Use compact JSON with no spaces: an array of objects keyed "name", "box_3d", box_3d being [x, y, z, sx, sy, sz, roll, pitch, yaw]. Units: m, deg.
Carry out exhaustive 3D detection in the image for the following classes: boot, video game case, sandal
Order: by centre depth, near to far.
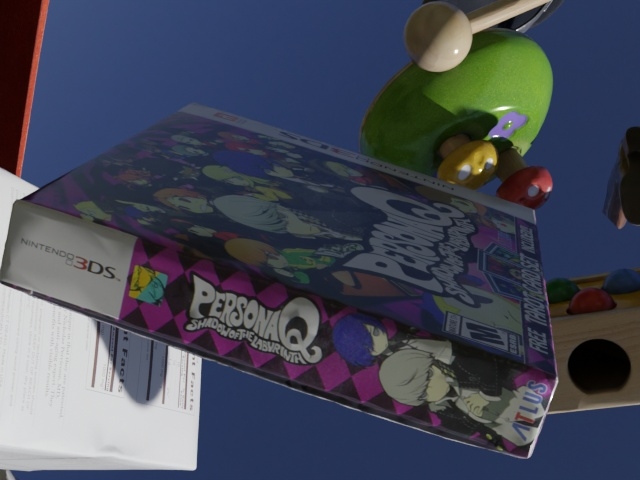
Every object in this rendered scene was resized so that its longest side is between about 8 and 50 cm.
[{"name":"video game case","box_3d":[0.000,0.000,0.467,0.232,0.210,0.042,-59,165,-70]},{"name":"boot","box_3d":[0.288,-0.035,0.939,0.037,0.114,0.107,9,-119,6]},{"name":"sandal","box_3d":[0.206,-0.258,1.054,0.254,0.097,0.054,-39,-150,-31]}]

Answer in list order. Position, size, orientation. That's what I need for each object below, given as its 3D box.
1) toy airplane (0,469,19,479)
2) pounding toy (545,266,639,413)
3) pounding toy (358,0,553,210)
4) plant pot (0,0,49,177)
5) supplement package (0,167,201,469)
[{"name":"toy airplane","box_3d":[-0.253,0.403,0.945,0.272,0.386,0.384,-48,-179,-22]},{"name":"pounding toy","box_3d":[0.274,0.081,0.838,0.206,0.094,0.181,-10,-168,17]},{"name":"pounding toy","box_3d":[0.140,-0.093,0.833,0.182,0.237,0.110,-15,-122,-19]},{"name":"plant pot","box_3d":[-0.375,-0.145,0.683,0.236,0.267,0.267,51,-38,18]},{"name":"supplement package","box_3d":[-0.180,0.060,0.577,0.139,0.244,0.134,-4,-106,18]}]
